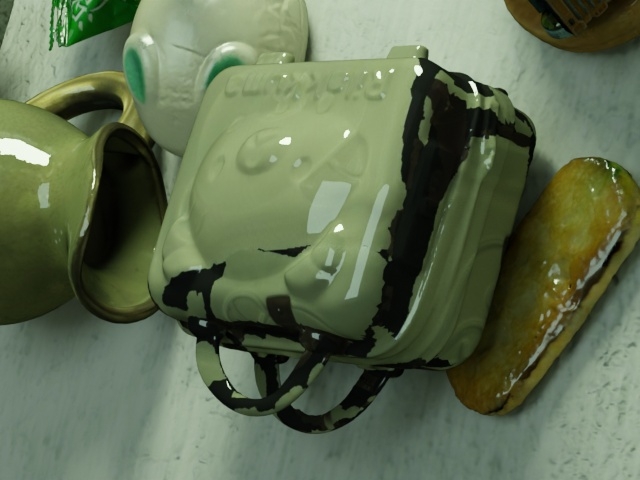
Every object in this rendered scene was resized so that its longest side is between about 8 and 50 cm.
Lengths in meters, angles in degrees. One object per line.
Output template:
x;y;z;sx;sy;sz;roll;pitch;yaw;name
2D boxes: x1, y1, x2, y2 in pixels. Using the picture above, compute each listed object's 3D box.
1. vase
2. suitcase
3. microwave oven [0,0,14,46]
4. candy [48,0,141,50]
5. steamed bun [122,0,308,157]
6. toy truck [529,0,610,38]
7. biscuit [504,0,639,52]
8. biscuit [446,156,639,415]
-0.281;-0.063;2.055;0.302;0.241;0.329;-1;47;32;vase
0.000;0.000;1.730;0.351;0.194;0.339;3;72;50;suitcase
-0.580;-0.134;2.247;0.236;0.374;0.432;16;90;56;microwave oven
-0.210;-0.291;2.144;0.203;0.078;0.141;-15;47;17;candy
-0.111;-0.195;1.942;0.177;0.131;0.228;12;77;20;steamed bun
0.187;-0.296;1.672;0.140;0.108;0.257;-40;42;8;toy truck
0.302;-0.299;1.665;0.355;0.052;0.275;-39;47;29;biscuit
0.190;0.040;1.661;0.247;0.029;0.118;-56;38;13;biscuit
